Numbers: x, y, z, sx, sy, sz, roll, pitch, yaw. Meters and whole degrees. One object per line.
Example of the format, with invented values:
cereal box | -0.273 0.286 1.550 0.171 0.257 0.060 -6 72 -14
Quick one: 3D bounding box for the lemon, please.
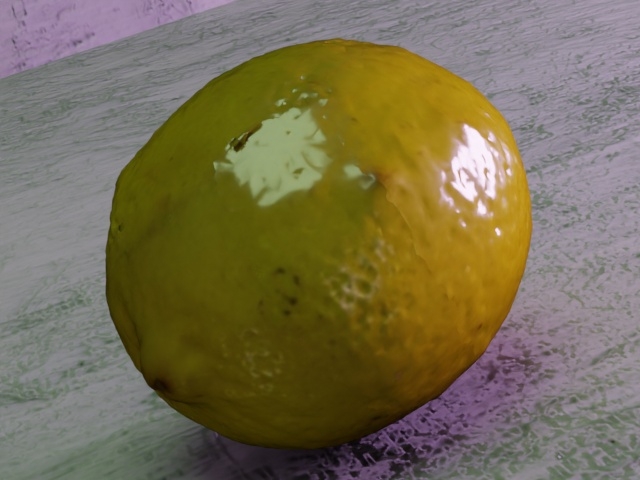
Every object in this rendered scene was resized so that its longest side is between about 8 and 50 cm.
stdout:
lemon | -0.001 0.001 1.220 0.284 0.260 0.260 -22 21 -18
